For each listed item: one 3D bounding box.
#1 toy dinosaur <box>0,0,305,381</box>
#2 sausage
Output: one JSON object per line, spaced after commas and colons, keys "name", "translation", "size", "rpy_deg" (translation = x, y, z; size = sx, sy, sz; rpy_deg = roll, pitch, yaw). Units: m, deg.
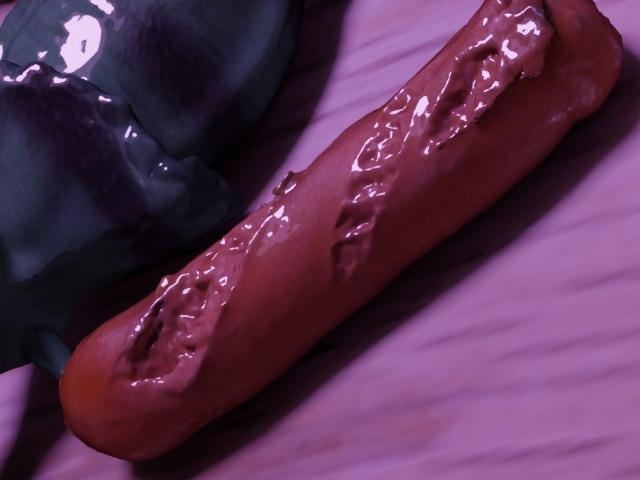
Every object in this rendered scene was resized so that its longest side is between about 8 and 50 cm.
{"name": "toy dinosaur", "translation": [-0.052, -0.070, 0.525], "size": [0.120, 0.079, 0.292], "rpy_deg": [-10, 50, 41]}
{"name": "sausage", "translation": [0.000, 0.000, 0.413], "size": [0.158, 0.036, 0.042], "rpy_deg": [-39, 1, 20]}
